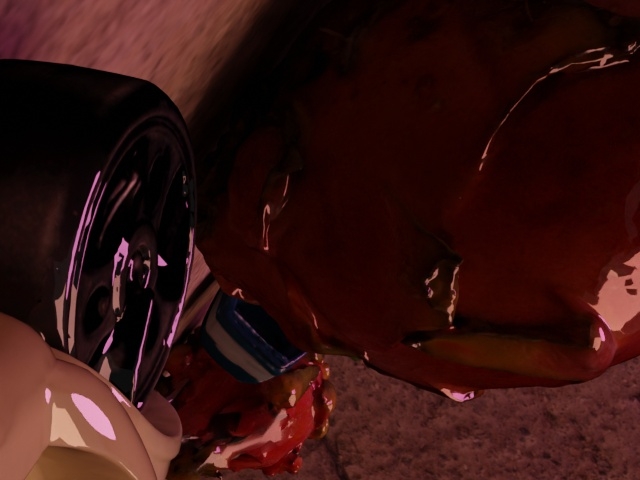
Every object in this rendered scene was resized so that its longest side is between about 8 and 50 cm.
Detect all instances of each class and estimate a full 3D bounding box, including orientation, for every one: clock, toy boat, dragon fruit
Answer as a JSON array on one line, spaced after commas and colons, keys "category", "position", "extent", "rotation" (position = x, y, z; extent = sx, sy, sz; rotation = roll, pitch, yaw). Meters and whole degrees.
[{"category": "clock", "position": [-0.120, 0.123, 0.309], "extent": [0.379, 0.120, 0.276], "rotation": [-40, 139, -66]}, {"category": "toy boat", "position": [0.000, 0.000, 1.224], "extent": [0.062, 0.096, 0.299], "rotation": [-42, -172, 47]}, {"category": "dragon fruit", "position": [-0.078, 0.136, 1.241], "extent": [0.208, 0.150, 0.133], "rotation": [-13, 103, -46]}, {"category": "dragon fruit", "position": [0.100, -0.039, 0.754], "extent": [0.315, 0.250, 0.250], "rotation": [-36, 174, -5]}]

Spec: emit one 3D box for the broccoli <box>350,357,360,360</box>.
[{"category": "broccoli", "position": [0.024, 0.030, 1.384], "extent": [0.195, 0.156, 0.195], "rotation": [-19, 172, -3]}]
